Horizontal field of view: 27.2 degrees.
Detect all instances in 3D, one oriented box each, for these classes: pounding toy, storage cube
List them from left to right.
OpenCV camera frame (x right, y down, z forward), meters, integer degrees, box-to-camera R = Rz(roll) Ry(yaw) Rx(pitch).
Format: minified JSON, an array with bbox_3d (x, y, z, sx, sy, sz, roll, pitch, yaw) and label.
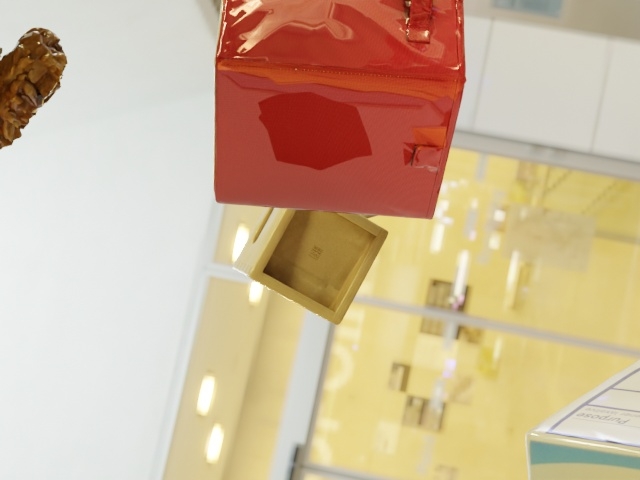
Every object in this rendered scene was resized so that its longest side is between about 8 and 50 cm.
[{"bbox_3d":[0.000,0.000,1.378,0.141,0.130,0.100,-62,19,-4],"label":"pounding toy"},{"bbox_3d":[0.012,-0.145,1.113,0.215,0.193,0.183,99,175,-56],"label":"storage cube"}]

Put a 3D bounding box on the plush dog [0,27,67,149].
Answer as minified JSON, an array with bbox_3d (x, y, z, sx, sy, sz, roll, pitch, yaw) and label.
[{"bbox_3d":[-0.260,-0.139,0.714,0.210,0.262,0.225,-102,6,-63],"label":"plush dog"}]

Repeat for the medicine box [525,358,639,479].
[{"bbox_3d":[0.297,0.145,0.721,0.289,0.263,0.149,-19,-73,-50],"label":"medicine box"}]
